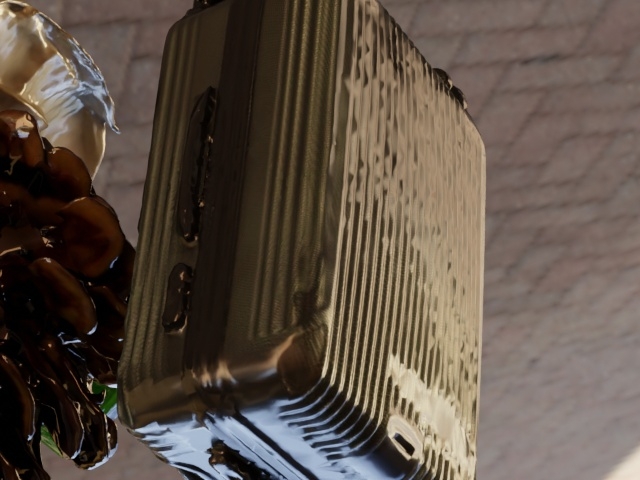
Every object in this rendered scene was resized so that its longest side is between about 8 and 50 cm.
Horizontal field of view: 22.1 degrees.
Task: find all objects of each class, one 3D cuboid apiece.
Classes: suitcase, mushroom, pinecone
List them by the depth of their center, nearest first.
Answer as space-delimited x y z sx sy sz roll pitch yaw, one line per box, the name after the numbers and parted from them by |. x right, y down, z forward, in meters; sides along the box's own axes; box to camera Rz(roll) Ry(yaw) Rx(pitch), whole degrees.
0.000 0.000 0.881 0.128 0.312 0.202 -14 141 27 | suitcase
-0.228 0.067 0.891 0.246 0.246 0.292 -40 -174 42 | pinecone
-0.291 -0.100 1.205 0.195 0.189 0.253 -54 150 -7 | mushroom

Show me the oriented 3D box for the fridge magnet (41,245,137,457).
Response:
-0.169 0.084 1.240 0.208 0.088 0.208 -49 -178 3 | fridge magnet
